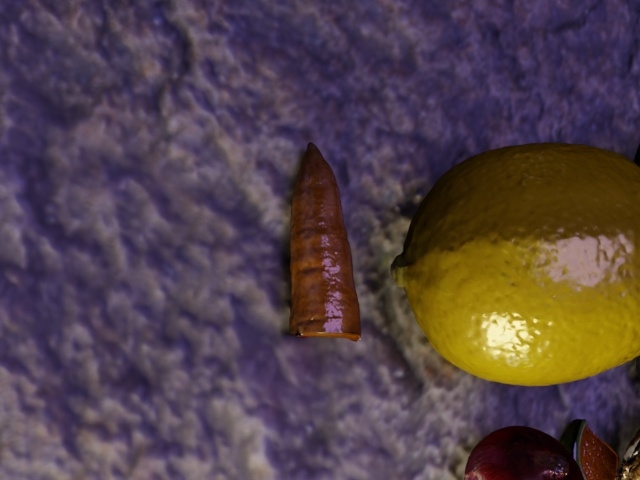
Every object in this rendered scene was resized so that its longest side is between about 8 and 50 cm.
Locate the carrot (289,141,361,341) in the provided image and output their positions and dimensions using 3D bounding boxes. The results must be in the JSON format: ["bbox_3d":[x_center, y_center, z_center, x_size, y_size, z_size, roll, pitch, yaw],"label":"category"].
[{"bbox_3d":[0.000,0.000,1.370,0.072,0.072,0.205,5,73,-29],"label":"carrot"}]

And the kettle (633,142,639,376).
[{"bbox_3d":[0.548,0.021,1.542,0.376,0.250,0.361,-1,113,-8],"label":"kettle"}]

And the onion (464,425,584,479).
[{"bbox_3d":[0.210,0.254,1.405,0.131,0.131,0.131,5,79,-28],"label":"onion"}]

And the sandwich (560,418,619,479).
[{"bbox_3d":[0.296,0.251,1.511,0.101,0.026,0.069,45,59,-19],"label":"sandwich"}]

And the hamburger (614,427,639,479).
[{"bbox_3d":[0.428,0.264,1.505,0.231,0.107,0.231,-10,118,-19],"label":"hamburger"}]

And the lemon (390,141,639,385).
[{"bbox_3d":[0.228,0.023,1.377,0.319,0.245,0.245,-4,83,-8],"label":"lemon"}]
